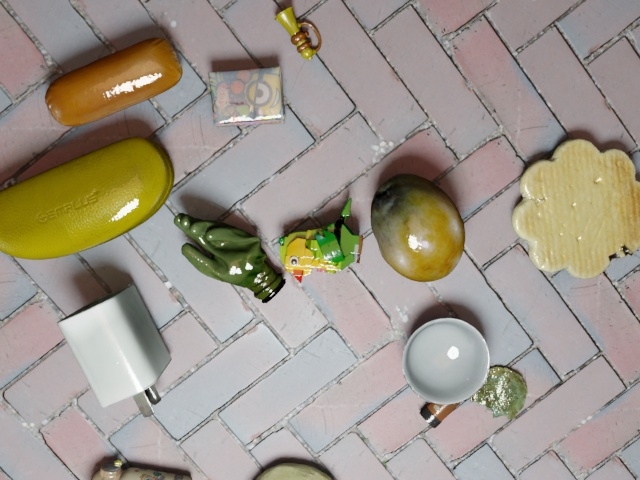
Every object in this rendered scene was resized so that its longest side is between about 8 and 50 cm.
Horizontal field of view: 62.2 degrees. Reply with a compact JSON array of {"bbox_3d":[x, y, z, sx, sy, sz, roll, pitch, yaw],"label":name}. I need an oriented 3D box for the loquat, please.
[{"bbox_3d":[0.197,-0.028,1.085,0.180,0.179,0.227,-23,101,0],"label":"loquat"}]

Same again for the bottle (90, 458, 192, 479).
[{"bbox_3d":[-0.391,0.539,1.148,0.209,0.097,0.109,12,95,-4],"label":"bottle"}]

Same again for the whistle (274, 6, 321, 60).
[{"bbox_3d":[-0.042,-0.428,1.101,0.046,0.057,0.109,-22,112,44],"label":"whistle"}]

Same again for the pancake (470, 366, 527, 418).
[{"bbox_3d":[0.410,0.345,1.208,0.130,0.022,0.116,36,91,-6],"label":"pancake"}]

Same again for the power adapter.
[{"bbox_3d":[-0.394,0.232,1.071,0.124,0.187,0.255,-24,97,0],"label":"power adapter"}]

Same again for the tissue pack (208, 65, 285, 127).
[{"bbox_3d":[-0.149,-0.293,1.091,0.148,0.060,0.108,-5,95,-3],"label":"tissue pack"}]

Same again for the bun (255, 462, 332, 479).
[{"bbox_3d":[-0.062,0.596,1.158,0.223,0.127,0.222,-1,96,-6],"label":"bun"}]

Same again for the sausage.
[{"bbox_3d":[-0.409,-0.312,1.056,0.275,0.105,0.105,-24,97,0],"label":"sausage"}]

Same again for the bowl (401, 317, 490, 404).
[{"bbox_3d":[0.265,0.254,1.158,0.189,0.086,0.188,0,94,0],"label":"bowl"}]

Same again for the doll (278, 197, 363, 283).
[{"bbox_3d":[0.003,0.008,1.108,0.187,0.106,0.134,-23,91,0],"label":"doll"}]

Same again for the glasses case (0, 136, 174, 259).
[{"bbox_3d":[-0.472,-0.072,1.057,0.372,0.141,0.173,-23,97,0],"label":"glasses case"}]

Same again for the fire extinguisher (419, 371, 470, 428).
[{"bbox_3d":[0.298,0.340,1.190,0.177,0.050,0.062,-46,74,1],"label":"fire extinguisher"}]

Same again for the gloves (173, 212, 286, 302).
[{"bbox_3d":[-0.189,0.029,1.103,0.135,0.107,0.268,-44,114,10],"label":"gloves"}]

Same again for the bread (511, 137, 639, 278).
[{"bbox_3d":[0.564,-0.064,1.158,0.317,0.054,0.315,0,97,-3],"label":"bread"}]
